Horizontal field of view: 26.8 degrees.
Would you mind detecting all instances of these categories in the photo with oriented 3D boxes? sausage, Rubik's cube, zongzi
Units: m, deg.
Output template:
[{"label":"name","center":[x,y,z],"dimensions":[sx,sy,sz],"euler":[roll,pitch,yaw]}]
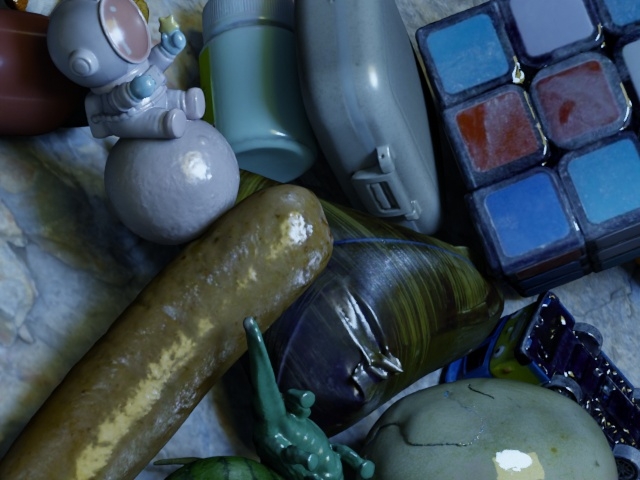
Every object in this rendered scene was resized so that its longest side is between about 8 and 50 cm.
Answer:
[{"label":"sausage","center":[-0.168,0.133,1.353],"dimensions":[0.501,0.136,0.123],"euler":[-48,126,-18]},{"label":"Rubik's cube","center":[0.352,-0.149,1.814],"dimensions":[0.362,0.363,0.358],"euler":[24,47,-75]},{"label":"zongzi","center":[0.000,0.000,1.638],"dimensions":[0.432,0.208,0.403],"euler":[52,35,14]}]

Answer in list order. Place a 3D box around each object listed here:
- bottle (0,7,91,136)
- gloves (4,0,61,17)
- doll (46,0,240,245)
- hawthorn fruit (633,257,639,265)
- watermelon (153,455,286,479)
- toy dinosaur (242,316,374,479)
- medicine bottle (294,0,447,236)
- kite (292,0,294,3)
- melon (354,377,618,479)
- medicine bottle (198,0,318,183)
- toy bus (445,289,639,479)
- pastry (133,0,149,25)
[{"label":"bottle","center":[-0.354,-0.176,1.410],"dimensions":[0.336,0.144,0.144],"euler":[1,69,-43]},{"label":"gloves","center":[-0.307,-0.318,1.541],"dimensions":[0.218,0.131,0.140],"euler":[-50,126,-44]},{"label":"doll","center":[-0.192,-0.136,1.402],"dimensions":[0.151,0.151,0.287],"euler":[-50,123,-45]},{"label":"hawthorn fruit","center":[0.656,-0.115,2.135],"dimensions":[0.472,0.472,0.471],"euler":[21,56,-34]},{"label":"watermelon","center":[-0.098,0.309,1.372],"dimensions":[0.188,0.188,0.214],"euler":[30,29,-29]},{"label":"toy dinosaur","center":[-0.020,0.202,1.381],"dimensions":[0.079,0.120,0.292],"euler":[-53,151,-28]},{"label":"medicine bottle","center":[0.067,-0.172,1.699],"dimensions":[0.375,0.123,0.282],"euler":[60,22,-57]},{"label":"kite","center":[-0.072,-0.437,1.892],"dimensions":[0.204,0.022,0.360],"euler":[37,49,-24]},{"label":"melon","center":[0.189,0.294,1.581],"dimensions":[0.330,0.268,0.268],"euler":[3,67,-32]},{"label":"medicine bottle","center":[-0.080,-0.190,1.671],"dimensions":[0.139,0.139,0.225],"euler":[13,61,-38]},{"label":"toy bus","center":[0.325,0.222,1.807],"dimensions":[0.287,0.175,0.138],"euler":[47,46,-14]},{"label":"pastry","center":[-0.233,-0.236,1.598],"dimensions":[0.056,0.080,0.140],"euler":[12,61,-25]}]
